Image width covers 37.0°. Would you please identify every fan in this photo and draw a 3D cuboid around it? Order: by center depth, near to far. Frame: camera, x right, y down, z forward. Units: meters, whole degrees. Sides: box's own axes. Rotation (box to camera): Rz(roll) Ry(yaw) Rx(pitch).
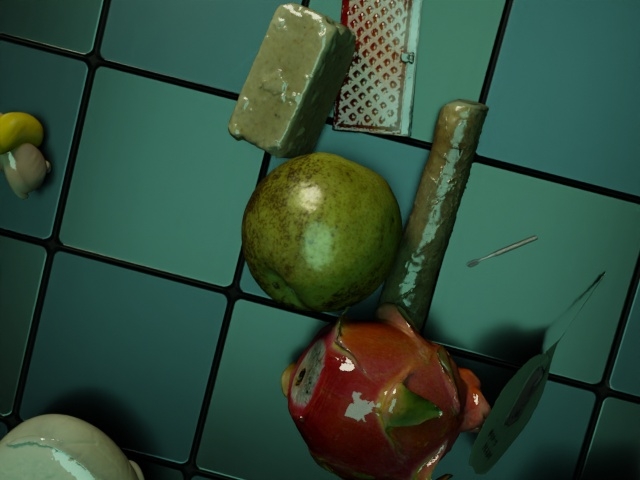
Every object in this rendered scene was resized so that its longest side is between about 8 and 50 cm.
[{"bbox_3d":[0.277,0.161,1.193,0.010,0.182,0.310,31,77,28],"label":"fan"}]

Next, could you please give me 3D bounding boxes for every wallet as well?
[{"bbox_3d":[0.072,-0.233,1.210,0.103,0.020,0.196,6,98,6],"label":"wallet"}]

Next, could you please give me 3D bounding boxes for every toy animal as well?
[{"bbox_3d":[-0.402,-0.117,1.232,0.082,0.091,0.114,-7,126,21],"label":"toy animal"}]

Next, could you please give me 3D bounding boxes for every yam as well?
[{"bbox_3d":[0.142,-0.033,1.206,0.066,0.066,0.299,18,97,2],"label":"yam"}]

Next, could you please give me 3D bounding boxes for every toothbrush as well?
[{"bbox_3d":[0.234,0.015,1.232,0.097,0.008,0.006,-23,108,5],"label":"toothbrush"}]

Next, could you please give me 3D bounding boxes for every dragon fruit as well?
[{"bbox_3d":[0.074,0.192,1.157,0.227,0.224,0.224,32,98,-21],"label":"dragon fruit"}]

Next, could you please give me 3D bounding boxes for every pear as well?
[{"bbox_3d":[0.000,0.000,1.148,0.197,0.197,0.197,0,96,4],"label":"pear"}]

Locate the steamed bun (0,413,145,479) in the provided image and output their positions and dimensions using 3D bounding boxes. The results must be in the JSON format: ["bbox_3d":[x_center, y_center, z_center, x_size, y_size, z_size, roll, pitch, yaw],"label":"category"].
[{"bbox_3d":[-0.318,0.326,1.239,0.177,0.131,0.228,-39,94,17],"label":"steamed bun"}]

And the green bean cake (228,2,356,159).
[{"bbox_3d":[-0.032,-0.191,1.169,0.085,0.109,0.179,28,98,18],"label":"green bean cake"}]
